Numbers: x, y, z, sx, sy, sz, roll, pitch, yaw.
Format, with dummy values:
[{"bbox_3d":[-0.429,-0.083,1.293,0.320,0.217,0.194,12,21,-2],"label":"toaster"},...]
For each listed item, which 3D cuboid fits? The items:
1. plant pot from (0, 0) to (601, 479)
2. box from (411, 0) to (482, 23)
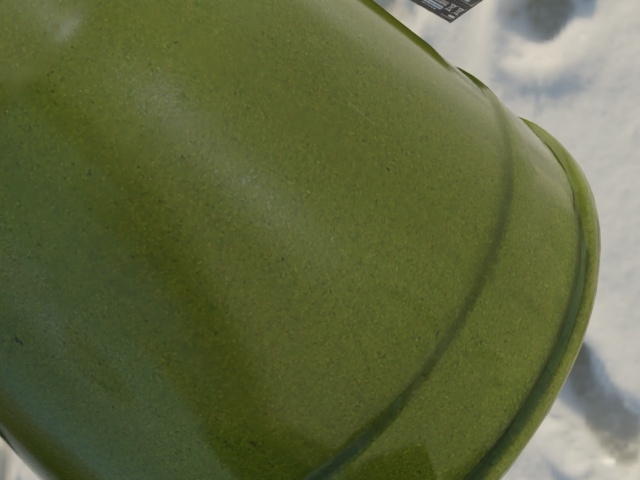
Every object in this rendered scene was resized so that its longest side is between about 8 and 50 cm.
[{"bbox_3d":[-0.098,-0.037,0.836,0.366,0.353,0.366,-30,35,24],"label":"plant pot"},{"bbox_3d":[0.104,-0.326,1.317,0.242,0.307,0.076,-33,57,31],"label":"box"}]
